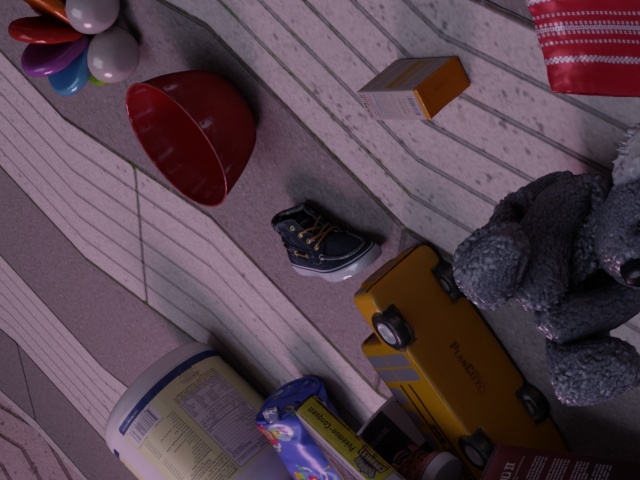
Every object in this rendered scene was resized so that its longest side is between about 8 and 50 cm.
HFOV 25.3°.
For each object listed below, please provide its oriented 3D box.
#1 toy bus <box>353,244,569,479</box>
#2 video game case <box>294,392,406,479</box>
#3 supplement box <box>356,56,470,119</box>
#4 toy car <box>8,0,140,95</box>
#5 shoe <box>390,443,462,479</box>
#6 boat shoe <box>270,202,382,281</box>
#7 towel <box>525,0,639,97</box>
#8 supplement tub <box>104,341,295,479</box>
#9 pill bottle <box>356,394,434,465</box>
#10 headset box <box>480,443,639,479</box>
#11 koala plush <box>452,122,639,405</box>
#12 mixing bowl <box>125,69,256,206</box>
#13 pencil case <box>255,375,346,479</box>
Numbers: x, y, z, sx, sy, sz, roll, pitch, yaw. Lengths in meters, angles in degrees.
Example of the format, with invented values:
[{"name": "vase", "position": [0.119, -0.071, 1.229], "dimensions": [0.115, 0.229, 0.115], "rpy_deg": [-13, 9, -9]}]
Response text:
[{"name": "toy bus", "position": [0.159, 0.169, 1.675], "dimensions": [0.332, 0.108, 0.130], "rpy_deg": [54, 156, -9]}, {"name": "video game case", "position": [0.095, 0.331, 1.715], "dimensions": [0.248, 0.035, 0.275], "rpy_deg": [38, 164, 44]}, {"name": "supplement box", "position": [0.091, -0.150, 1.410], "dimensions": [0.098, 0.062, 0.036], "rpy_deg": [8, 133, 56]}, {"name": "toy car", "position": [-0.334, -0.268, 1.854], "dimensions": [0.159, 0.136, 0.182], "rpy_deg": [24, 144, 43]}, {"name": "shoe", "position": [0.117, 0.275, 1.685], "dimensions": [0.081, 0.063, 0.178], "rpy_deg": [40, 163, 23]}, {"name": "boat shoe", "position": [0.000, 0.000, 1.752], "dimensions": [0.083, 0.065, 0.183], "rpy_deg": [57, 155, -16]}, {"name": "towel", "position": [0.219, -0.231, 1.133], "dimensions": [0.199, 0.031, 0.275], "rpy_deg": [14, 136, 50]}, {"name": "supplement tub", "position": [-0.159, 0.346, 2.277], "dimensions": [0.325, 0.235, 0.235], "rpy_deg": [43, 153, 16]}, {"name": "pill bottle", "position": [0.164, 0.307, 1.823], "dimensions": [0.246, 0.130, 0.130], "rpy_deg": [43, 153, 14]}, {"name": "headset box", "position": [0.300, 0.347, 1.547], "dimensions": [0.293, 0.110, 0.218], "rpy_deg": [4, 127, 27]}, {"name": "koala plush", "position": [0.267, -0.006, 1.232], "dimensions": [0.196, 0.203, 0.221], "rpy_deg": [45, 134, -10]}, {"name": "mixing bowl", "position": [-0.145, -0.143, 1.759], "dimensions": [0.181, 0.098, 0.181], "rpy_deg": [38, 153, 24]}, {"name": "pencil case", "position": [0.028, 0.340, 2.102], "dimensions": [0.133, 0.119, 0.306], "rpy_deg": [-21, 106, 52]}]
